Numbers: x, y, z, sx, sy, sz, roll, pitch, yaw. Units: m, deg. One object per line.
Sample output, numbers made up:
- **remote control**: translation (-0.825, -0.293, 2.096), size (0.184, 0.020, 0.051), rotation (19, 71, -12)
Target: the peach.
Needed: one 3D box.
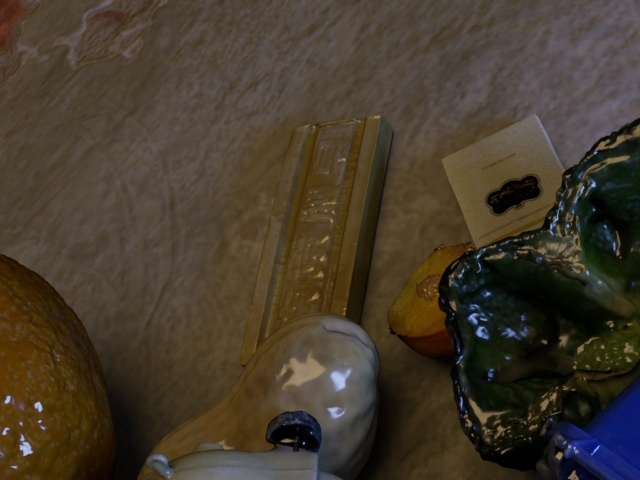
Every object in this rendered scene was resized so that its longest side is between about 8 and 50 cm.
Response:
- **peach**: translation (0.102, 0.051, 0.869), size (0.098, 0.061, 0.098), rotation (-34, 28, 21)

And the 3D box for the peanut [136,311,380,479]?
- **peanut**: translation (-0.049, 0.164, 0.846), size (0.256, 0.123, 0.123), rotation (-47, 48, 6)

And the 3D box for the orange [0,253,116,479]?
- **orange**: translation (-0.333, 0.169, 0.863), size (0.357, 0.322, 0.322), rotation (-33, 48, 1)

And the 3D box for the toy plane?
- **toy plane**: translation (0.015, 0.179, 0.754), size (0.287, 0.108, 0.092), rotation (-1, 37, 1)

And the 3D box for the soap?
- **soap**: translation (0.000, -0.001, 0.984), size (0.092, 0.037, 0.252), rotation (-5, 57, 25)

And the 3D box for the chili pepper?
- **chili pepper**: translation (0.180, 0.041, 0.796), size (0.264, 0.148, 0.116), rotation (-55, 31, -9)

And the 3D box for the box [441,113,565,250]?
- **box**: translation (0.161, -0.021, 0.914), size (0.090, 0.024, 0.166), rotation (-25, 49, 12)

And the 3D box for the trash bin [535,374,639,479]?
- **trash bin**: translation (0.255, 0.117, 0.670), size (0.234, 0.184, 0.162), rotation (-44, 49, -12)
